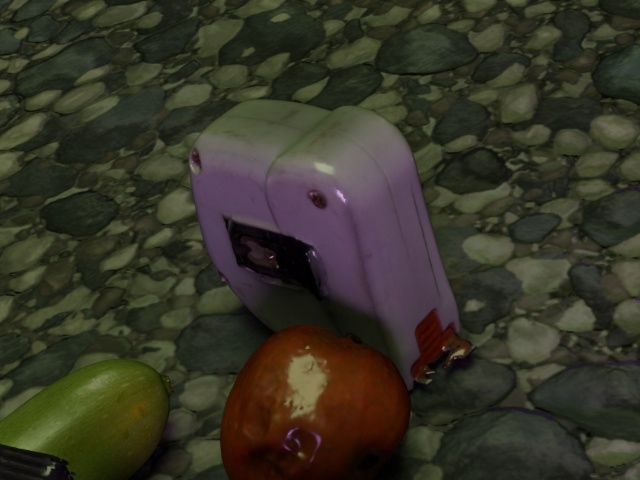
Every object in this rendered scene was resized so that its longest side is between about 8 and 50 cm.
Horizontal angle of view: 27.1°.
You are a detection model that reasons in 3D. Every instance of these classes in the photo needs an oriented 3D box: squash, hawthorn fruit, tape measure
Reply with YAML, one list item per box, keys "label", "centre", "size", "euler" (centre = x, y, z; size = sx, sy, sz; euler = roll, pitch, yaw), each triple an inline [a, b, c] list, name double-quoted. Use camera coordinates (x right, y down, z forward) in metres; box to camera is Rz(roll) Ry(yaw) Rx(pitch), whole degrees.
- label: "squash"
  centre: [-0.213, 0.175, 1.209]
  size: [0.123, 0.123, 0.187]
  euler: [25, 52, 38]
- label: "hawthorn fruit"
  centre: [-0.020, 0.213, 1.126]
  size: [0.165, 0.165, 0.285]
  euler: [4, 64, 20]
- label: "tape measure"
  centre: [0.000, 0.000, 1.271]
  size: [0.265, 0.258, 0.130]
  euler: [13, 45, 39]

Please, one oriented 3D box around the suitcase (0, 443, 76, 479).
- label: "suitcase"
  centre: [-0.329, 0.256, 1.048]
  size: [0.335, 0.229, 0.152]
  euler: [10, 50, 25]
